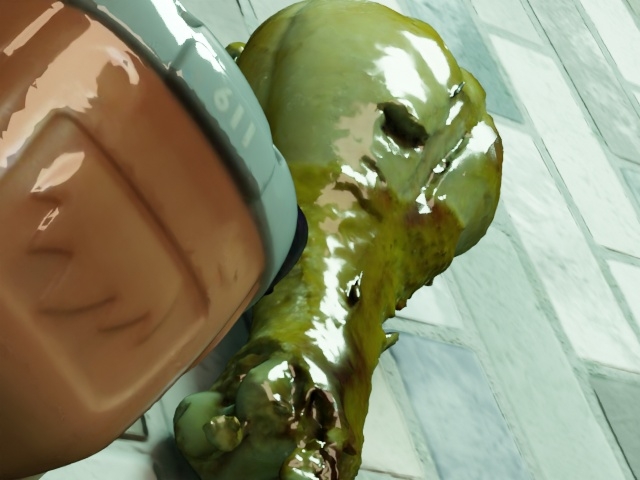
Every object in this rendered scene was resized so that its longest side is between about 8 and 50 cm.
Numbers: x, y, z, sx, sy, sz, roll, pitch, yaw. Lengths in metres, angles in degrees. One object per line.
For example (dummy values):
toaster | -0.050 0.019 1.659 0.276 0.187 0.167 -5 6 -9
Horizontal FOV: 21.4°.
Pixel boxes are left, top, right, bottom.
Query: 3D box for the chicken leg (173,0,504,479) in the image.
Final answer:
chicken leg | 0.000 0.000 0.989 0.201 0.152 0.429 23 41 -8

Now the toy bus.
toy bus | -0.158 0.003 0.671 0.194 0.288 0.232 55 45 -31
